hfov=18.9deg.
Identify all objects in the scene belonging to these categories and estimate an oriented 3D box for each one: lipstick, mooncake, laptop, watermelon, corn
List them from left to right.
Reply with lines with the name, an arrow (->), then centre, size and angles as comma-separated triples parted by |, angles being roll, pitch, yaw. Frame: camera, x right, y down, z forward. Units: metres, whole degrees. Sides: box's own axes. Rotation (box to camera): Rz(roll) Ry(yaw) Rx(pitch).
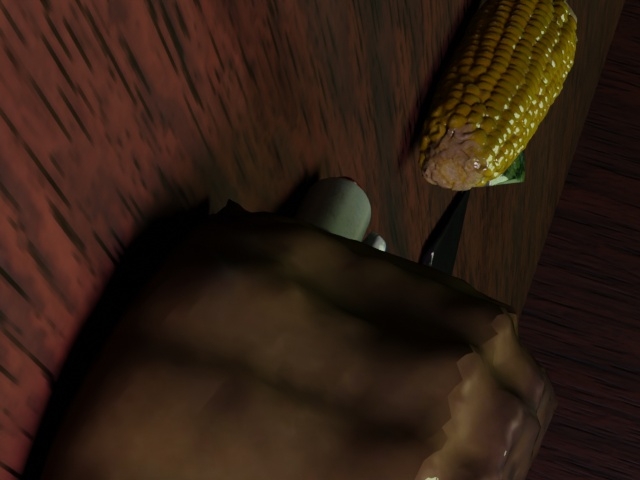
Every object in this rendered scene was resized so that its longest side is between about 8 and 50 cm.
mooncake -> -0.019, 0.151, 0.882 | 0.324, 0.187, 0.324 | 20, 90, -81
lipstick -> 0.000, -0.001, 1.098 | 0.186, 0.063, 0.057 | -67, 172, -65
laptop -> 0.112, 0.032, 1.879 | 0.197, 0.016, 0.135 | -54, 158, -65
watermelon -> 0.141, -0.085, 1.748 | 0.084, 0.072, 0.092 | 21, 48, -69
corn -> 0.146, -0.127, 1.553 | 0.261, 0.097, 0.097 | -60, 164, -47

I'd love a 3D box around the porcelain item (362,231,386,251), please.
porcelain item -> 0.019, 0.026, 1.134 | 0.136, 0.021, 0.075 | -27, -148, 55
